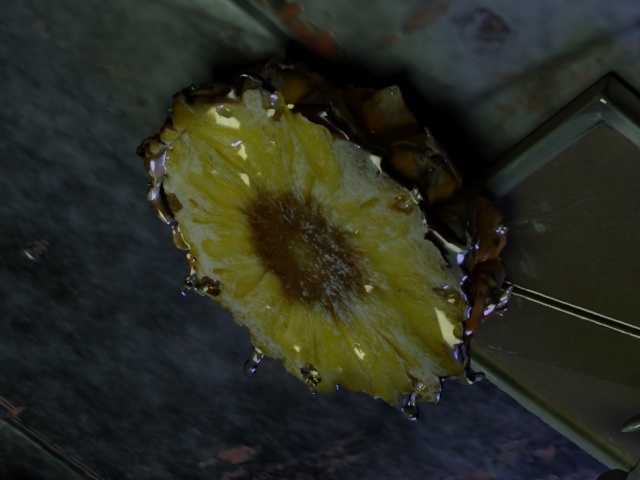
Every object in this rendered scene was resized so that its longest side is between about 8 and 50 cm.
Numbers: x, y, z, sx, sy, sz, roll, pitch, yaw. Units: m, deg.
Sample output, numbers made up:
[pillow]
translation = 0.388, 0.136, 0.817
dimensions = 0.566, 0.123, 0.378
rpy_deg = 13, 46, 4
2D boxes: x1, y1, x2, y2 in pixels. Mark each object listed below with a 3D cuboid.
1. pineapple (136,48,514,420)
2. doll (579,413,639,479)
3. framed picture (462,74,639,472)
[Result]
[pineapple]
translation = 0.000, 0.000, 0.735
dimensions = 0.221, 0.047, 0.221
rpy_deg = 24, 140, 23
[doll]
translation = 0.214, 0.130, 0.727
dimensions = 0.194, 0.062, 0.104
rpy_deg = 2, 139, 22
[framed picture]
translation = 0.181, 0.060, 0.729
dimensions = 0.289, 0.016, 0.213
rpy_deg = 36, 144, -10
